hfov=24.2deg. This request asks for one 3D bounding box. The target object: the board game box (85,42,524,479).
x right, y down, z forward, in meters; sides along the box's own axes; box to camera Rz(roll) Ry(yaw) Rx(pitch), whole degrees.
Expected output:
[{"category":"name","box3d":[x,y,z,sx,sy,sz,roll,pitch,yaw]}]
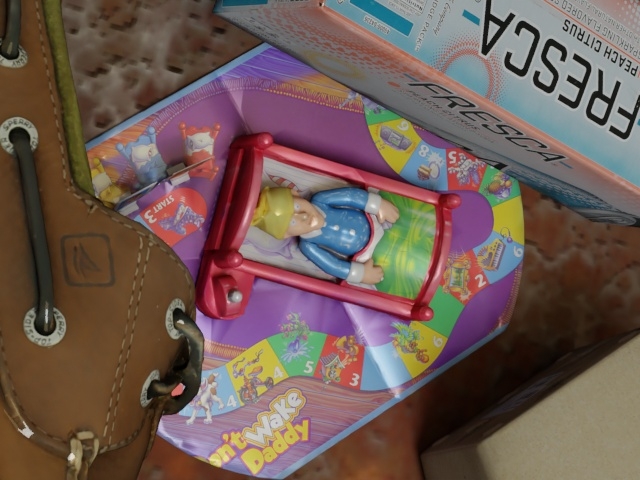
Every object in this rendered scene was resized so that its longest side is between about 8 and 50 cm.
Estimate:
[{"category":"board game box","box3d":[0.000,0.000,0.500,0.169,0.033,0.133,-31,99,-16]}]

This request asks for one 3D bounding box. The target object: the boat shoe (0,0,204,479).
[{"category":"boat shoe","box3d":[-0.080,0.027,0.408,0.104,0.111,0.307,-17,84,-16]}]

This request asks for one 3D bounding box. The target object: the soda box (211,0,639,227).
[{"category":"soda box","box3d":[0.059,-0.061,0.480,0.183,0.063,0.058,26,82,-34]}]

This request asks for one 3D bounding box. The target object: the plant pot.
[{"category":"plant pot","box3d":[0.097,0.090,0.499,0.109,0.109,0.096,-31,87,-16]}]
